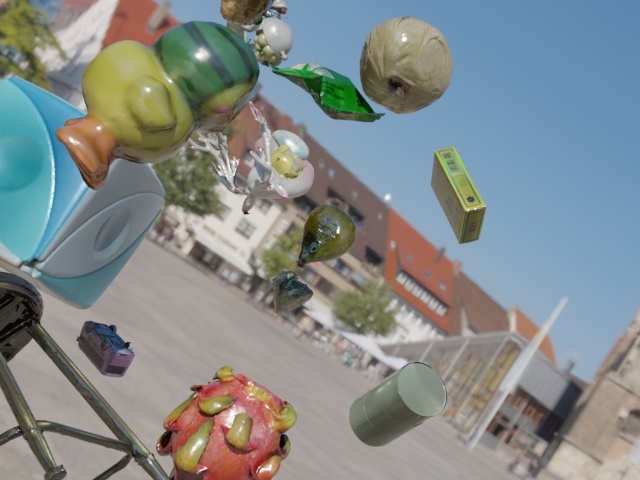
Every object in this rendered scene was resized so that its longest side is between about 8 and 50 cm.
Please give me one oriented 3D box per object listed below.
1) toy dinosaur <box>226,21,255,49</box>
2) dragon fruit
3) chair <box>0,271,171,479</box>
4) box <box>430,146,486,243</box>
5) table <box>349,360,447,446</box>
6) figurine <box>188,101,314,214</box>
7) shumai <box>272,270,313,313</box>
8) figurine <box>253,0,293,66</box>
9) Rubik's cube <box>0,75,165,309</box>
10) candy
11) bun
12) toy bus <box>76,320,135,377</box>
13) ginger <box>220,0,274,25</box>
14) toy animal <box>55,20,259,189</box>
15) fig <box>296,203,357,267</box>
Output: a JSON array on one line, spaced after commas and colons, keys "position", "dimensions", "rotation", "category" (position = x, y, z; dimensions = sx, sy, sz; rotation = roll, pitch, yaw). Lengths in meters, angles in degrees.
[{"position": [-0.202, -0.517, 1.948], "dimensions": [0.053, 0.242, 0.167], "rotation": [13, 28, -50], "category": "toy dinosaur"}, {"position": [-0.188, 0.390, 1.523], "dimensions": [0.227, 0.307, 0.243], "rotation": [38, 40, 11], "category": "dragon fruit"}, {"position": [-0.510, 0.290, 1.226], "dimensions": [0.410, 0.365, 0.362], "rotation": [56, 2, 27], "category": "chair"}, {"position": [0.356, -0.118, 2.117], "dimensions": [0.141, 0.064, 0.219], "rotation": [88, -13, -52], "category": "box"}, {"position": [0.167, 0.365, 1.797], "dimensions": [0.126, 0.126, 0.220], "rotation": [34, -40, -6], "category": "table"}, {"position": [-0.162, -0.205, 2.050], "dimensions": [0.284, 0.207, 0.315], "rotation": [64, 18, -12], "category": "figurine"}, {"position": [-0.076, 0.116, 1.937], "dimensions": [0.087, 0.099, 0.123], "rotation": [65, -16, 13], "category": "shumai"}, {"position": [-0.113, -0.487, 1.833], "dimensions": [0.094, 0.197, 0.147], "rotation": [-15, -18, 24], "category": "figurine"}, {"position": [-0.582, -0.092, 1.728], "dimensions": [0.347, 0.351, 0.352], "rotation": [28, -17, 13], "category": "Rubik's cube"}, {"position": [0.014, -0.270, 1.463], "dimensions": [0.141, 0.078, 0.203], "rotation": [32, 4, -43], "category": "candy"}, {"position": [0.145, -0.295, 1.412], "dimensions": [0.173, 0.113, 0.167], "rotation": [35, -49, -25], "category": "bun"}, {"position": [-0.576, 0.287, 2.160], "dimensions": [0.087, 0.098, 0.178], "rotation": [18, 11, -44], "category": "toy bus"}, {"position": [-0.105, -0.503, 1.457], "dimensions": [0.086, 0.131, 0.294], "rotation": [50, -37, 10], "category": "ginger"}, {"position": [-0.257, -0.230, 1.270], "dimensions": [0.191, 0.338, 0.216], "rotation": [57, -14, 1], "category": "toy animal"}, {"position": [-0.001, 0.002, 1.981], "dimensions": [0.133, 0.185, 0.126], "rotation": [44, -12, 2], "category": "fig"}]
